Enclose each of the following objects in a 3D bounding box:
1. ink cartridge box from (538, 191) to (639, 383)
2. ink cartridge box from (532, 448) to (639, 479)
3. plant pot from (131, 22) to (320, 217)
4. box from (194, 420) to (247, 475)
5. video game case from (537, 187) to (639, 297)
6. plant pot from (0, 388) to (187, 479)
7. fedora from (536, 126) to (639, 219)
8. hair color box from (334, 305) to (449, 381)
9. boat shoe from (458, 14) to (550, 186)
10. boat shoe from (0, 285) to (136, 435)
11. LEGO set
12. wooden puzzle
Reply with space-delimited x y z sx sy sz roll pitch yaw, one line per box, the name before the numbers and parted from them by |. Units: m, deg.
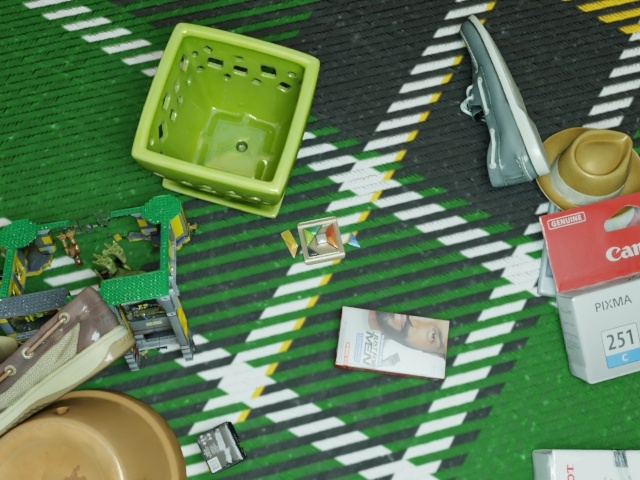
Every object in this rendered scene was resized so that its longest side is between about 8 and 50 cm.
ink cartridge box | 0.510 0.056 1.169 0.297 0.066 0.261 -14 94 -7
ink cartridge box | 0.440 0.393 1.103 0.237 0.100 0.171 1 76 -2
plant pot | -0.136 -0.168 1.174 0.228 0.207 0.227 15 75 3
box | -0.145 0.306 1.116 0.052 0.083 0.062 -26 78 -6
video game case | 0.459 0.008 1.240 0.184 0.023 0.201 11 76 1
plant pot | -0.345 0.346 1.040 0.291 0.203 0.290 0 76 -1
fedora | 0.447 -0.125 1.226 0.195 0.079 0.194 2 62 -4
hair color box | 0.110 0.161 1.177 0.167 0.053 0.093 7 75 -1
boat shoe | 0.277 -0.233 1.251 0.099 0.116 0.319 -26 66 22
boat shoe | -0.412 0.175 0.988 0.342 0.123 0.123 -31 95 9
LEGO set | -0.326 0.087 1.149 0.332 0.192 0.255 -16 48 -8
wooden puzzle | 0.000 0.000 1.234 0.116 0.014 0.078 -18 77 -6
